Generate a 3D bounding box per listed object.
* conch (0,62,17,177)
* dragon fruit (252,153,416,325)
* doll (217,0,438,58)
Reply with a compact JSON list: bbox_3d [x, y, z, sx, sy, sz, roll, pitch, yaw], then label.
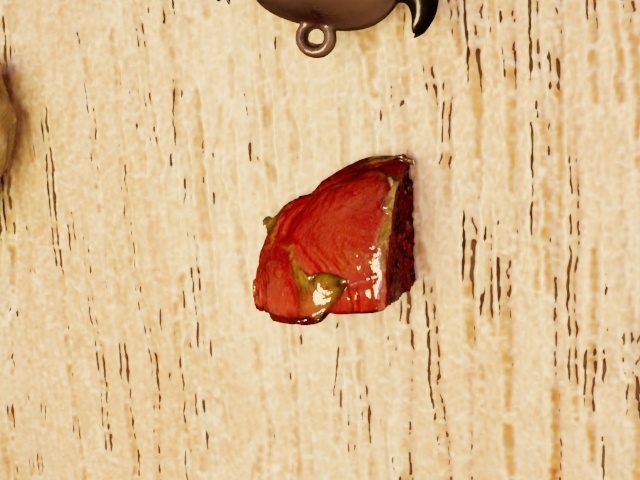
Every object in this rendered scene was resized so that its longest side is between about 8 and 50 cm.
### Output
[{"bbox_3d":[-0.405,-0.053,0.802,0.263,0.186,0.324,14,97,31],"label":"conch"},{"bbox_3d":[0.000,0.000,0.738,0.161,0.120,0.127,-9,89,18],"label":"dragon fruit"},{"bbox_3d":[0.018,-0.270,0.702,0.181,0.117,0.257,10,98,13],"label":"doll"}]
